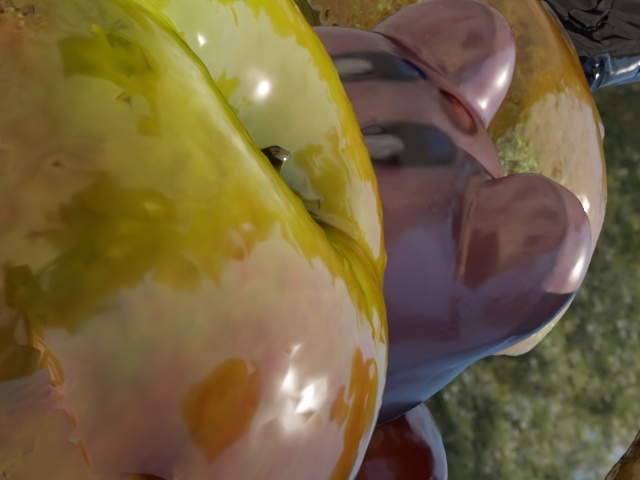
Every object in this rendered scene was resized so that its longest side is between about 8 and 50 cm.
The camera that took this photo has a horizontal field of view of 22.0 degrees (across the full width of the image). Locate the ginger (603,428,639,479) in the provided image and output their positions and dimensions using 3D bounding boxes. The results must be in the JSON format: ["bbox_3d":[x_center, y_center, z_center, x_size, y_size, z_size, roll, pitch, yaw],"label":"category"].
[{"bbox_3d":[0.114,0.188,0.750,0.299,0.065,0.118,-47,163,-37],"label":"ginger"}]

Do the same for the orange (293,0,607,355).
[{"bbox_3d":[0.098,-0.079,1.176,0.196,0.334,0.262,-19,-173,14],"label":"orange"}]

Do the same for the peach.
[{"bbox_3d":[-0.162,0.017,0.629,0.370,0.370,0.370,-19,-170,3],"label":"peach"}]

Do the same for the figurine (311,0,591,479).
[{"bbox_3d":[-0.007,0.004,0.912,0.211,0.270,0.261,1,146,-25],"label":"figurine"}]

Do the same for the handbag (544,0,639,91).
[{"bbox_3d":[0.223,-0.242,1.475,0.244,0.275,0.088,-20,148,-37],"label":"handbag"}]
